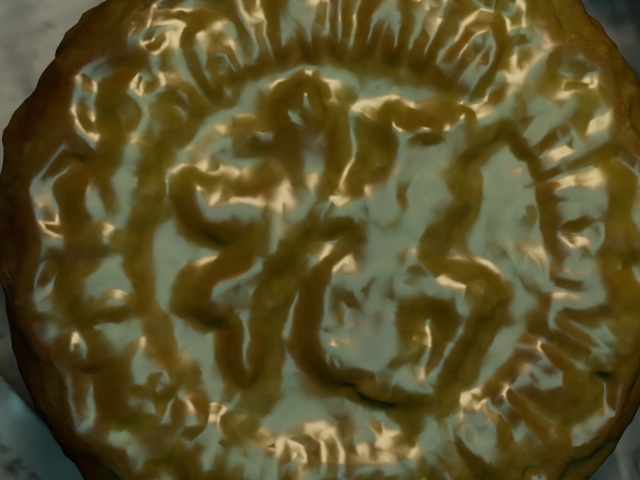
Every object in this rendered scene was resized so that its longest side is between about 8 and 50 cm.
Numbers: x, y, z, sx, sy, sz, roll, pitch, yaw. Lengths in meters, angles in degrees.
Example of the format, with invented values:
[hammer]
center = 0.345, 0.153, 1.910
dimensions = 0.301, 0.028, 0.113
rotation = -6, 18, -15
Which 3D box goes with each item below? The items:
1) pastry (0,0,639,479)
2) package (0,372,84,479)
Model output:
[pastry]
center = 0.000, 0.000, 0.519
dimensions = 0.188, 0.103, 0.189
rotation = 0, 92, -3
[package]
center = -0.204, 0.061, 0.533
dimensions = 0.204, 0.062, 0.251
rotation = -41, 98, 0
